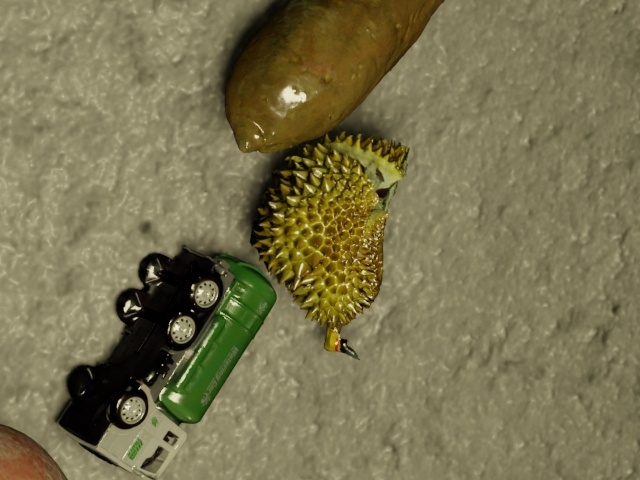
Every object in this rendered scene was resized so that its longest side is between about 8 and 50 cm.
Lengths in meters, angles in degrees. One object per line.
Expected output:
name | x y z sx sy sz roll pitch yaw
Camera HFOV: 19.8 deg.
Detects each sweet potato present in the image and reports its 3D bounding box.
sweet potato | 0.056 -0.230 1.840 0.422 0.130 0.130 -40 113 -20

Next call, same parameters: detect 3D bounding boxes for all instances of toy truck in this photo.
toy truck | -0.146 0.116 1.809 0.125 0.101 0.242 42 76 -38

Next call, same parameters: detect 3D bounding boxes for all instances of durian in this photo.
durian | 0.000 0.000 1.836 0.137 0.193 0.237 12 111 0

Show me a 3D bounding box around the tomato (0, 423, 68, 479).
tomato | -0.361 0.280 1.603 0.316 0.316 0.283 -8 85 -25
